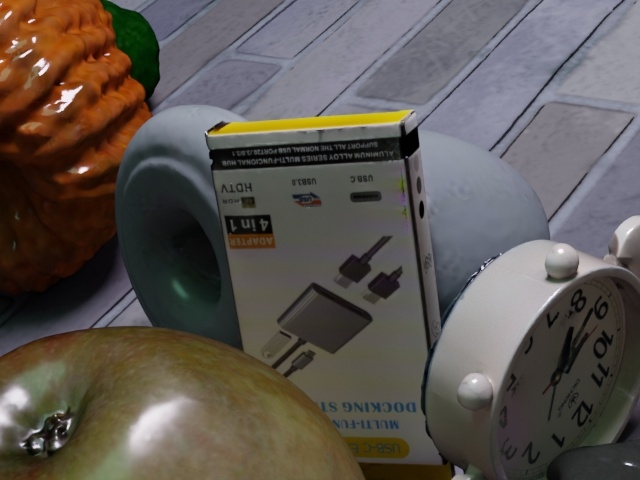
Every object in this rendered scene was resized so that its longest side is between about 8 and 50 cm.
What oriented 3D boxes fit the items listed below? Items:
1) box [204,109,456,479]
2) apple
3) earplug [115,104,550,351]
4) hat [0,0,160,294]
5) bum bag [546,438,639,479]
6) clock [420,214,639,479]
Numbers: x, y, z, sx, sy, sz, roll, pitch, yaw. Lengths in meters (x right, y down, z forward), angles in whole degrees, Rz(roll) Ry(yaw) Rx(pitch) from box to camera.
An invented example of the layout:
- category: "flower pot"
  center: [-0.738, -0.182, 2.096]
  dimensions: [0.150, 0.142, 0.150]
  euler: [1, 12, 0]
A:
- category: "box"
  center: [0.011, 0.044, 0.766]
  dimensions: [0.129, 0.247, 0.033]
  euler: [-3, 17, 21]
- category: "apple"
  center: [-0.099, 0.161, 0.665]
  dimensions: [0.257, 0.234, 0.257]
  euler: [-14, 33, 10]
- category: "earplug"
  center: [-0.004, 0.005, 0.876]
  dimensions: [0.325, 0.214, 0.175]
  euler: [4, 25, 19]
- category: "hat"
  center: [-0.246, -0.154, 1.131]
  dimensions: [0.285, 0.285, 0.400]
  euler: [-1, 33, 22]
- category: "bum bag"
  center: [0.114, 0.211, 0.636]
  dimensions: [0.142, 0.080, 0.326]
  euler: [16, 46, 34]
- category: "clock"
  center: [0.130, 0.076, 0.746]
  dimensions: [0.063, 0.155, 0.229]
  euler: [23, 75, 44]
